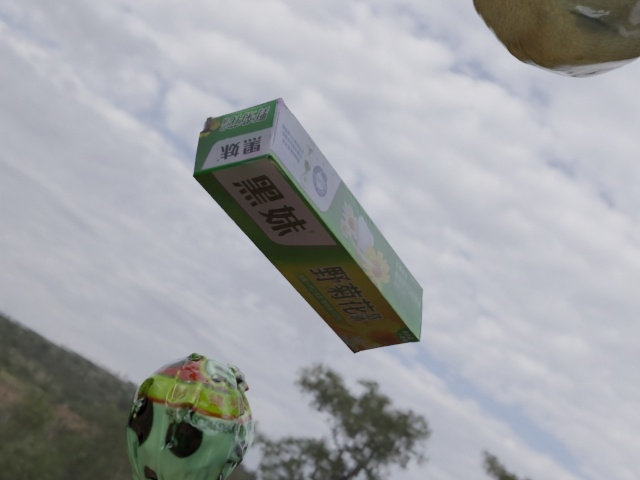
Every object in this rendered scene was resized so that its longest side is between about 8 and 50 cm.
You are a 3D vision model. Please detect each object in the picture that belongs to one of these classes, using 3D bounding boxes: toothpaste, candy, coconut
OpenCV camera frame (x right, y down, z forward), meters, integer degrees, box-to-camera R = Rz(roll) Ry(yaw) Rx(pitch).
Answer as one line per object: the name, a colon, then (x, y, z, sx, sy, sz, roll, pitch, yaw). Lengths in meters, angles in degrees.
toothpaste: (0.000, 0.000, 0.553, 0.043, 0.037, 0.178, -10, -36, 25)
candy: (-0.115, 0.222, 0.707, 0.083, 0.306, 0.091, 18, -5, -12)
coconut: (0.276, -0.270, 1.157, 0.224, 0.224, 0.224, 28, -15, 8)
